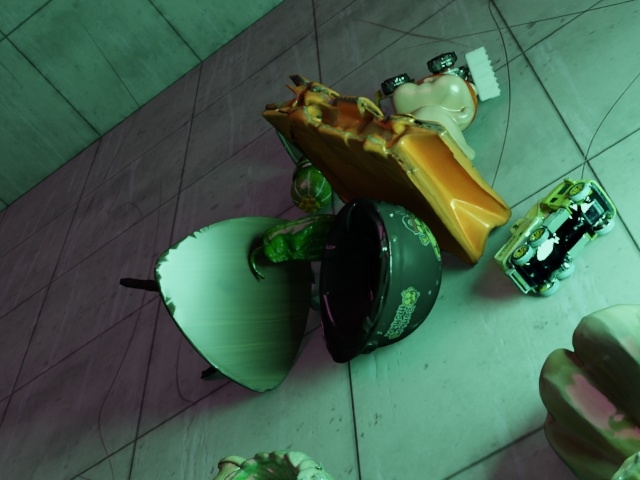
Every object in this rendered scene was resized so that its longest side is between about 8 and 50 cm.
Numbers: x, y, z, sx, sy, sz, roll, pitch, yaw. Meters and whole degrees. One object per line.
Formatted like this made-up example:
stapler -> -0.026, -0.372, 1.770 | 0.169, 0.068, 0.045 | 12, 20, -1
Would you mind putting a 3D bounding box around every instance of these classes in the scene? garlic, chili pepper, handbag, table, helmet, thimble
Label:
garlic -> 0.374, 0.180, 1.139 | 0.292, 0.210, 0.237 | -99, 27, -55
chili pepper -> 0.001, 0.000, 1.715 | 0.256, 0.100, 0.074 | -4, 37, 8
handbag -> 0.111, -0.130, 1.681 | 0.116, 0.303, 0.410 | -51, 42, -9
table -> -0.194, 0.131, 1.827 | 0.249, 0.317, 0.317 | -15, 36, 57
helmet -> 0.105, 0.066, 1.596 | 0.230, 0.160, 0.279 | -122, 39, -50
thimble -> -0.049, 0.395, 1.327 | 0.219, 0.150, 0.219 | -32, 27, 19

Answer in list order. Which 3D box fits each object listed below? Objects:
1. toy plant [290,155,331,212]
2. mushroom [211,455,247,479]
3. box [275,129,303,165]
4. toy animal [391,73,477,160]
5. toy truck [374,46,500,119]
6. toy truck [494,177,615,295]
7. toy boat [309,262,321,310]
toy plant -> -0.018, -0.121, 2.146 | 0.092, 0.093, 0.162 | -29, 32, 24
mushroom -> -0.184, 0.431, 1.533 | 0.081, 0.092, 0.223 | 36, 79, 19
box -> -0.011, -0.245, 2.302 | 0.093, 0.124, 0.172 | -43, 26, -26
toy animal -> 0.225, -0.237, 1.909 | 0.171, 0.171, 0.198 | -20, 46, 37
toy truck -> 0.242, -0.309, 2.042 | 0.285, 0.136, 0.111 | -17, 7, 33
toy truck -> 0.344, -0.007, 1.492 | 0.191, 0.085, 0.116 | -47, 22, -7
toy boat -> 0.059, 0.048, 1.821 | 0.207, 0.079, 0.134 | -41, 26, 25
